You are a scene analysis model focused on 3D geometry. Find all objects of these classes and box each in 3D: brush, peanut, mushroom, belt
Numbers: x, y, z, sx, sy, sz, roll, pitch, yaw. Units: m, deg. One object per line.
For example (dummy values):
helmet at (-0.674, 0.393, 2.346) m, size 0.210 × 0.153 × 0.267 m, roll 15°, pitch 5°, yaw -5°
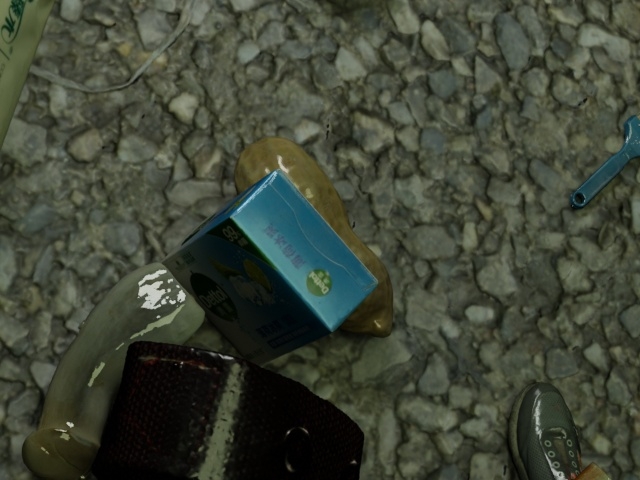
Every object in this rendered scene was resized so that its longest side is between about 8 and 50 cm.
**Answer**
brush at (0.320, -0.086, 2.087) m, size 0.164 × 0.014 × 0.051 m, roll -42°, pitch 94°, yaw -26°
peanut at (-0.001, 0.001, 1.876) m, size 0.085 × 0.104 × 0.228 m, roll -33°, pitch 94°, yaw 10°
mushroom at (-0.194, 0.120, 1.771) m, size 0.092 × 0.081 × 0.223 m, roll 33°, pitch 67°, yaw 9°
belt at (-0.076, 0.202, 1.713) m, size 0.289 × 0.184 × 0.164 m, roll 37°, pitch 59°, yaw -52°

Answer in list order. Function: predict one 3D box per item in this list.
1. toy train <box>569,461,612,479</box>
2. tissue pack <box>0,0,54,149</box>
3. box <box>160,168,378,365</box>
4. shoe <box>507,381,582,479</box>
toy train at (0.222, 0.342, 1.831) m, size 0.285 × 0.116 × 0.177 m, roll -44°, pitch 85°, yaw 1°
tissue pack at (-0.407, -0.130, 1.613) m, size 0.297 × 0.207 × 0.380 m, roll 44°, pitch 57°, yaw -53°
box at (-0.050, 0.030, 1.792) m, size 0.139 × 0.194 × 0.073 m, roll 48°, pitch 64°, yaw -6°
shoe at (0.236, 0.233, 1.931) m, size 0.074 × 0.077 × 0.194 m, roll 4°, pitch 76°, yaw -22°
